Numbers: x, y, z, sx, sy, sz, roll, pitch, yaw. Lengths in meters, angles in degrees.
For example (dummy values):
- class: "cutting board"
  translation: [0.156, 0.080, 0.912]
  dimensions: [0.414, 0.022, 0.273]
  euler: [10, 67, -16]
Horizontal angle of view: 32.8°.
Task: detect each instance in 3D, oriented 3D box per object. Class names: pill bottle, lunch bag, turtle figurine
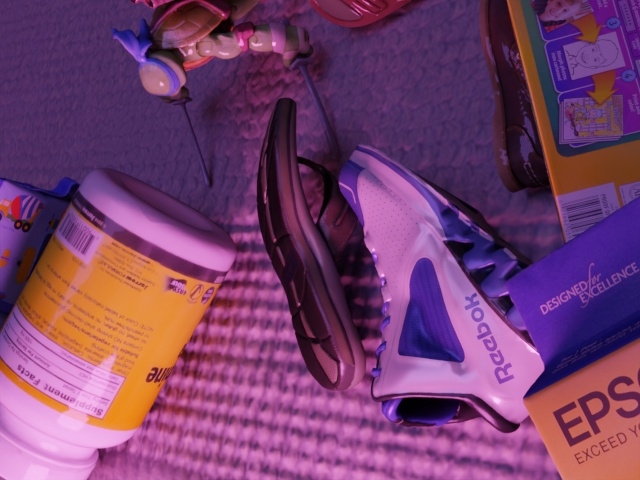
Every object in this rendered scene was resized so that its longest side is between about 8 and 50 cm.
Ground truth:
- class: "pill bottle"
  translation: [-0.248, 0.104, 1.203]
  dimensions: [0.188, 0.188, 0.334]
  euler: [37, 99, 45]
- class: "lunch bag"
  translation: [-0.361, 0.056, 1.304]
  dimensions: [0.138, 0.221, 0.293]
  euler: [33, 97, 45]
- class: "turtle figurine"
  translation: [-0.100, -0.222, 1.264]
  dimensions: [0.198, 0.275, 0.266]
  euler: [-37, 27, 55]

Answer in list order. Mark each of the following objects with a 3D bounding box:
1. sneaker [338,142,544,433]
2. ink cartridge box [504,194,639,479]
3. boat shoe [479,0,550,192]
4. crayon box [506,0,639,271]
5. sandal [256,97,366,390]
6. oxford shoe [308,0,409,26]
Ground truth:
- class: "sneaker"
  translation: [0.091, 0.057, 0.950]
  dimensions: [0.182, 0.127, 0.315]
  euler: [-54, 47, 9]
- class: "ink cartridge box"
  translation: [0.279, 0.093, 0.663]
  dimensions: [0.303, 0.072, 0.307]
  euler: [-38, 73, 36]
- class: "boat shoe"
  translation: [0.193, -0.145, 0.983]
  dimensions: [0.073, 0.073, 0.207]
  euler: [-18, 68, 35]
- class: "crayon box"
  translation: [0.252, -0.105, 0.856]
  dimensions: [0.165, 0.081, 0.278]
  euler: [-13, 63, 12]
- class: "sandal"
  translation: [0.000, 0.002, 1.092]
  dimensions: [0.120, 0.086, 0.302]
  euler: [126, 130, -67]
- class: "oxford shoe"
  translation: [0.126, -0.395, 1.134]
  dimensions: [0.397, 0.140, 0.146]
  euler: [-48, 15, 25]
